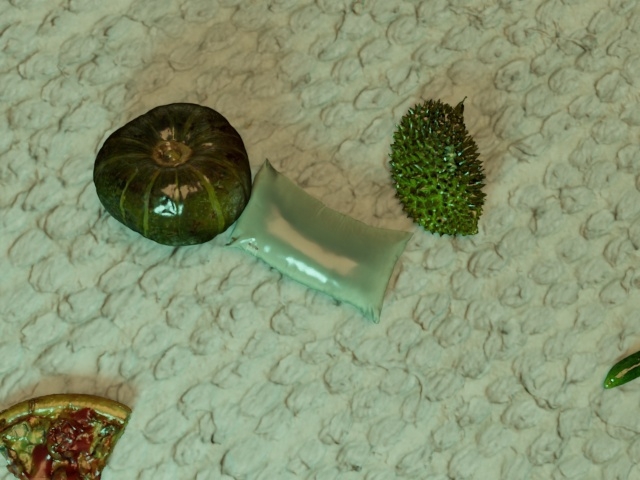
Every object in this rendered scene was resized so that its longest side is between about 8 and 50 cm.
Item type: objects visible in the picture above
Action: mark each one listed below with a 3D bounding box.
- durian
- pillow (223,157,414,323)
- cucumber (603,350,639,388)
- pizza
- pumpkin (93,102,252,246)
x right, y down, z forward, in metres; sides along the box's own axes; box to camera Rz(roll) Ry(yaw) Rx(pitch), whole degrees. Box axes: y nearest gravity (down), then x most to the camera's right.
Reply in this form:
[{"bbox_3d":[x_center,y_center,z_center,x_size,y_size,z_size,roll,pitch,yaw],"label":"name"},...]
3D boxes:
[{"bbox_3d":[0.175,-0.119,1.627,0.137,0.095,0.221,-2,71,-10],"label":"durian"},{"bbox_3d":[0.001,-0.001,1.577,0.254,0.078,0.144,27,74,-1],"label":"pillow"},{"bbox_3d":[0.492,0.176,1.633,0.167,0.039,0.039,-22,81,-12],"label":"cucumber"},{"bbox_3d":[-0.340,0.297,1.464,0.201,0.053,0.193,-13,79,-12],"label":"pizza"},{"bbox_3d":[-0.196,-0.086,1.535,0.219,0.162,0.219,2,52,-3],"label":"pumpkin"}]
